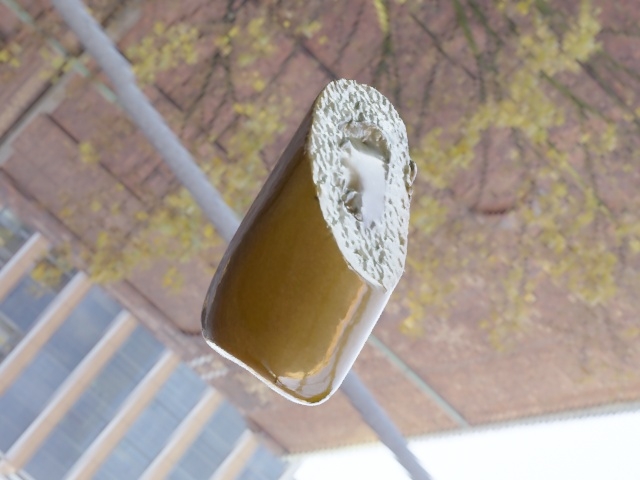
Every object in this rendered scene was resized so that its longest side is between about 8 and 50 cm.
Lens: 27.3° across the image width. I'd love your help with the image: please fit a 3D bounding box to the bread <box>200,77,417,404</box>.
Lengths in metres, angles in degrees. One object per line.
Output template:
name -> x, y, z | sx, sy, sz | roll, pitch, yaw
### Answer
bread -> 0.001, -0.001, 0.422 | 0.103, 0.049, 0.062 | -61, -159, 3
